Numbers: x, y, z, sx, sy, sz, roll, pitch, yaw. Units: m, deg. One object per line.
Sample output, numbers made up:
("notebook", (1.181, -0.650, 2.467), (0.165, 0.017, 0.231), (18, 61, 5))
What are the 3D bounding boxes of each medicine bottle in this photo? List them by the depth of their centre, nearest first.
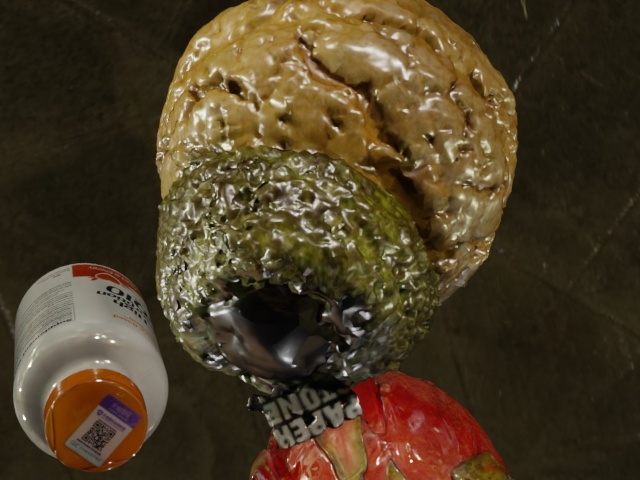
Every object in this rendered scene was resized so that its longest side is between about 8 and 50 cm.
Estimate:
("medicine bottle", (-0.248, 0.137, 1.166), (0.157, 0.289, 0.157), (-4, 108, -14))

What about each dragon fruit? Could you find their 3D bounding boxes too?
("dragon fruit", (0.063, 0.282, 1.062), (0.277, 0.277, 0.342), (8, 75, 6))

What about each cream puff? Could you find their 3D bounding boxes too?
("cream puff", (0.000, 0.000, 0.490), (0.183, 0.169, 0.183), (5, 136, 5))
